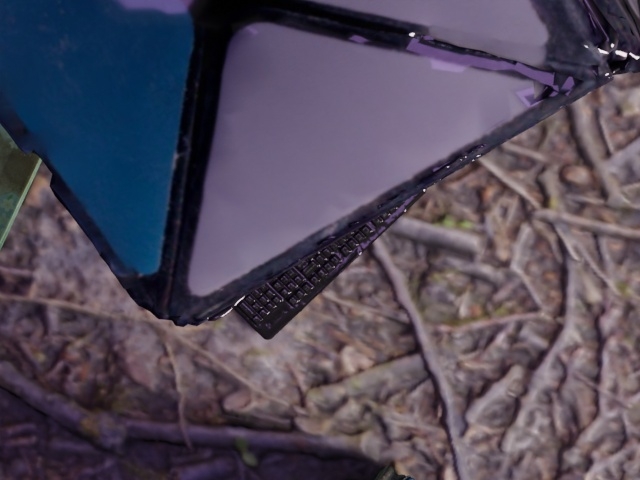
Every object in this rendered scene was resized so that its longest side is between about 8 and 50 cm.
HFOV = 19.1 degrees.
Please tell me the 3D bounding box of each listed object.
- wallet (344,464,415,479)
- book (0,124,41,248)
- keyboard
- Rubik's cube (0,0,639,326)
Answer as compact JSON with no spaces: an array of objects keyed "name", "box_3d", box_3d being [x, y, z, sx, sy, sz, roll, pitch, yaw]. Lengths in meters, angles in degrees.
[{"name":"wallet","box_3d":[0.018,0.237,1.224,0.059,0.202,0.141,-5,102,21]},{"name":"book","box_3d":[-0.259,-0.062,1.287,0.135,0.017,0.103,28,107,1]},{"name":"keyboard","box_3d":[0.000,0.000,1.265,0.053,0.010,0.155,44,106,-5]},{"name":"Rubik's cube","box_3d":[-0.021,-0.178,1.045,0.307,0.305,0.310,-30,109,18]}]
